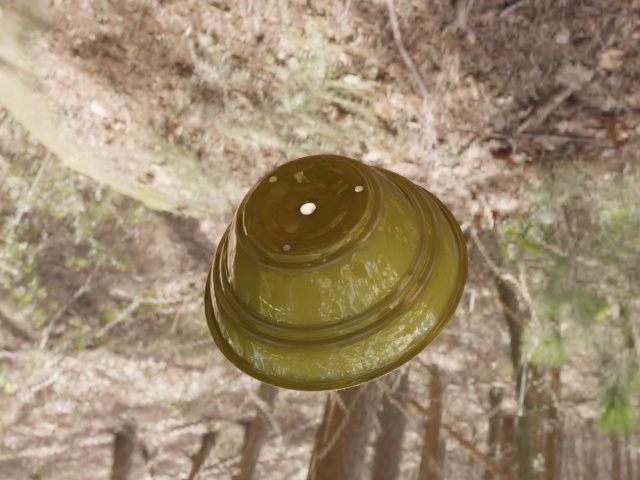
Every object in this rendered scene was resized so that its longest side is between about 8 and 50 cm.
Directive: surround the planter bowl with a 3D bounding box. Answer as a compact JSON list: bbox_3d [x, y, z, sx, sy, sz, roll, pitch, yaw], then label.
[{"bbox_3d":[0.000,0.000,0.775,0.217,0.217,0.090,2,143,18],"label":"planter bowl"}]
